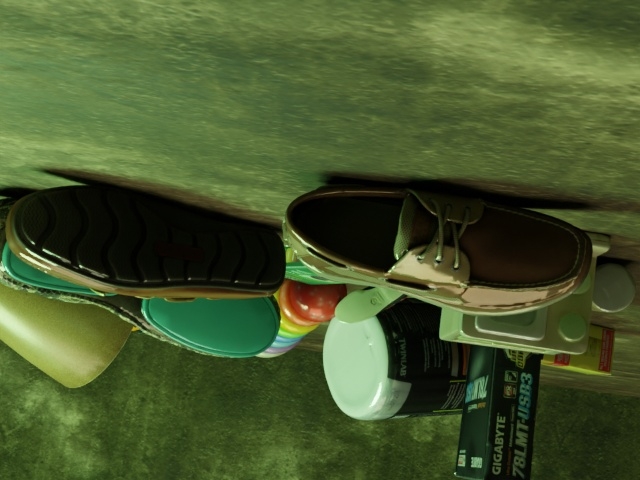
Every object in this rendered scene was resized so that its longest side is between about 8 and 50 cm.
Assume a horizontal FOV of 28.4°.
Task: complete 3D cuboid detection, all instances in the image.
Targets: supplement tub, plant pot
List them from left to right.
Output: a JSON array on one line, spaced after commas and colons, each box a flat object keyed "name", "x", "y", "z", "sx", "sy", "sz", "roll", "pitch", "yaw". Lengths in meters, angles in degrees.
[{"name": "plant pot", "x": -0.437, "y": 0.068, "z": 1.932, "sx": 0.254, "sy": 0.237, "sz": 0.237, "roll": 32, "pitch": 159, "yaw": -33}, {"name": "supplement tub", "x": 0.180, "y": 0.188, "z": 2.044, "sx": 0.316, "sy": 0.194, "sz": 0.193, "roll": 3, "pitch": 175, "yaw": -33}]

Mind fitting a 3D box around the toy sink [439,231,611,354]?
[{"name": "toy sink", "x": 0.237, "y": 0.065, "z": 1.502, "sx": 0.152, "sy": 0.131, "sz": 0.234, "roll": 8, "pitch": 170, "yaw": -3}]

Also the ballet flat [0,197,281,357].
[{"name": "ballet flat", "x": -0.277, "y": 0.037, "z": 1.826, "sx": 0.482, "sy": 0.164, "sz": 0.182, "roll": 21, "pitch": -173, "yaw": -34}]

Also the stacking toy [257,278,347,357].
[{"name": "stacking toy", "x": -0.041, "y": 0.105, "z": 2.067, "sx": 0.141, "sy": 0.141, "sz": 0.330, "roll": 11, "pitch": 165, "yaw": -20}]

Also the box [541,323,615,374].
[{"name": "box", "x": 0.412, "y": 0.178, "z": 2.203, "sx": 0.232, "sy": 0.087, "sz": 0.058, "roll": 15, "pitch": 168, "yaw": -34}]

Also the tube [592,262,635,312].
[{"name": "tube", "x": 0.350, "y": 0.063, "z": 1.657, "sx": 0.070, "sy": 0.062, "sz": 0.240, "roll": 52, "pitch": 177, "yaw": 3}]

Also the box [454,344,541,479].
[{"name": "box", "x": 0.249, "y": 0.189, "z": 1.753, "sx": 0.073, "sy": 0.293, "sz": 0.295, "roll": 8, "pitch": 172, "yaw": 1}]

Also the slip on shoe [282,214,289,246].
[{"name": "slip on shoe", "x": 0.000, "y": 0.000, "z": 1.594, "sx": 0.051, "sy": 0.041, "sz": 0.135, "roll": 2, "pitch": 169, "yaw": 34}]

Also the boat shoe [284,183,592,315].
[{"name": "boat shoe", "x": 0.111, "y": 0.005, "z": 1.294, "sx": 0.324, "sy": 0.123, "sz": 0.116, "roll": 4, "pitch": 168, "yaw": 18}]

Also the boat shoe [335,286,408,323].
[{"name": "boat shoe", "x": 0.084, "y": 0.089, "z": 1.912, "sx": 0.133, "sy": 0.049, "sz": 0.042, "roll": -30, "pitch": 164, "yaw": 15}]

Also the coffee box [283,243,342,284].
[{"name": "coffee box", "x": 0.002, "y": 0.032, "z": 1.797, "sx": 0.113, "sy": 0.040, "sz": 0.184, "roll": 15, "pitch": 168, "yaw": -36}]

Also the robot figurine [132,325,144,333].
[{"name": "robot figurine", "x": -0.267, "y": 0.105, "z": 2.068, "sx": 0.211, "sy": 0.085, "sz": 0.291, "roll": -3, "pitch": 174, "yaw": -41}]

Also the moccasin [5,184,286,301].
[{"name": "moccasin", "x": -0.228, "y": 0.010, "z": 1.620, "sx": 0.380, "sy": 0.139, "sz": 0.147, "roll": 4, "pitch": 167, "yaw": -40}]
